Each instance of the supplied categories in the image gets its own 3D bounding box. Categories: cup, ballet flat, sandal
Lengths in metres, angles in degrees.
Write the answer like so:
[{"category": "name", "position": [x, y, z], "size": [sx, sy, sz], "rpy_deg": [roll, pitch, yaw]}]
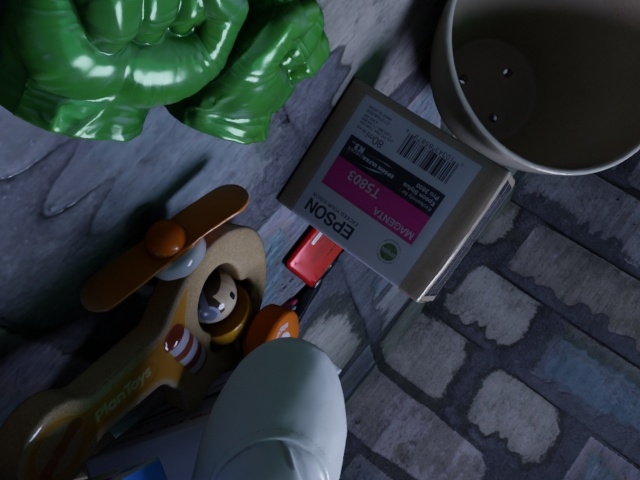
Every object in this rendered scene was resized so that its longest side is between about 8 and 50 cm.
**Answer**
[{"category": "cup", "position": [0.295, -0.246, 0.882], "size": [0.331, 0.331, 0.237], "rpy_deg": [-51, -173, -7]}, {"category": "ballet flat", "position": [-0.068, 0.286, 0.526], "size": [0.139, 0.139, 0.400], "rpy_deg": [2, 110, -68]}, {"category": "sandal", "position": [-0.052, 0.132, 1.093], "size": [0.179, 0.040, 0.067], "rpy_deg": [-57, 173, -39]}]

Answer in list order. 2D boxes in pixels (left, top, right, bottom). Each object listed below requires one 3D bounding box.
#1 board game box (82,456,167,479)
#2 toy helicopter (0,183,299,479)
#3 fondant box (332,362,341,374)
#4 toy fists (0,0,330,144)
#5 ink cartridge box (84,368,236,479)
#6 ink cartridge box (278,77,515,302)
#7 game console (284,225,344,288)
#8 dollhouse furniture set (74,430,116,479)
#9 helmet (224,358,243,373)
[{"category": "board game box", "position": [-0.306, 0.278, 0.418], "size": [0.302, 0.086, 0.308], "rpy_deg": [-23, 173, 23]}, {"category": "toy helicopter", "position": [-0.156, 0.090, 0.587], "size": [0.355, 0.140, 0.234], "rpy_deg": [-44, 143, -51]}, {"category": "fondant box", "position": [-0.113, 0.413, 1.347], "size": [0.330, 0.096, 0.238], "rpy_deg": [-58, 161, 16]}, {"category": "toy fists", "position": [-0.084, -0.144, 0.424], "size": [0.279, 0.096, 0.142], "rpy_deg": [-15, 137, -60]}, {"category": "ink cartridge box", "position": [-0.110, 0.247, 0.752], "size": [0.223, 0.129, 0.307], "rpy_deg": [-19, 179, 4]}, {"category": "ink cartridge box", "position": [0.094, -0.063, 0.774], "size": [0.193, 0.235, 0.088], "rpy_deg": [-57, 161, 8]}, {"category": "game console", "position": [0.000, 0.000, 1.008], "size": [0.144, 0.085, 0.124], "rpy_deg": [-52, 130, -5]}, {"category": "dollhouse furniture set", "position": [-0.249, 0.353, 0.681], "size": [0.161, 0.242, 0.212], "rpy_deg": [-52, 162, -4]}, {"category": "helmet", "position": [-0.103, 0.270, 1.012], "size": [0.161, 0.169, 0.169], "rpy_deg": [-43, 168, 27]}]
